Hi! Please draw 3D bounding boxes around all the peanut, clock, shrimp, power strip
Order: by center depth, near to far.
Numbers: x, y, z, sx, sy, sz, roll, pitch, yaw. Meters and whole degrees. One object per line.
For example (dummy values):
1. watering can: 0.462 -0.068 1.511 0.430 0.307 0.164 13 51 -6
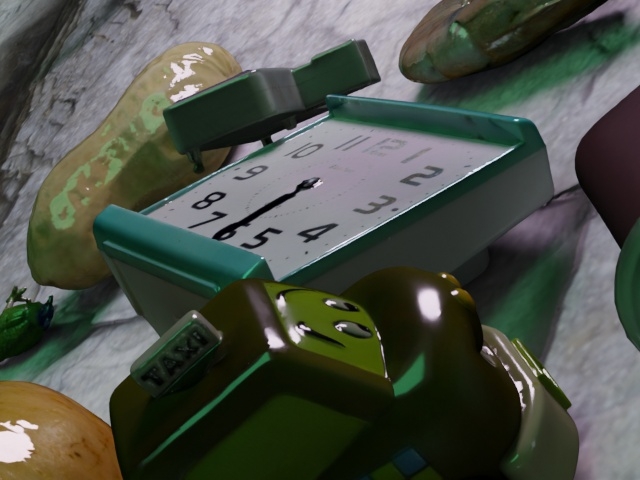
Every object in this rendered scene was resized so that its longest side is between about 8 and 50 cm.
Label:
1. clock: 0.000 0.000 1.040 0.231 0.116 0.262 -30 22 -21
2. shrimp: 0.164 -0.192 1.182 0.254 0.059 0.145 -30 19 36
3. power strip: -0.024 -0.111 1.242 0.145 0.061 0.215 -23 1 16
4. peanut: -0.163 -0.063 1.403 0.274 0.111 0.125 -51 42 -7

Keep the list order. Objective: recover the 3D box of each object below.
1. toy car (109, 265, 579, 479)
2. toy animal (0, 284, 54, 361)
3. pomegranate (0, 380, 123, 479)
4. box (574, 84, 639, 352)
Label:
1. toy car: -0.011 0.110 0.816 0.248 0.198 0.204 -41 26 6
2. toy animal: -0.302 0.087 1.451 0.217 0.041 0.075 -27 32 40
3. pomegranate: -0.201 0.196 0.920 0.248 0.248 0.248 -33 28 20
4. box: 0.227 0.028 0.516 0.193 0.294 0.167 -39 16 10
